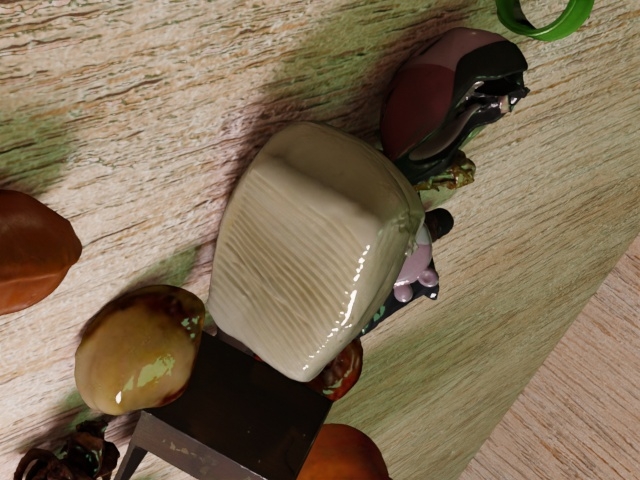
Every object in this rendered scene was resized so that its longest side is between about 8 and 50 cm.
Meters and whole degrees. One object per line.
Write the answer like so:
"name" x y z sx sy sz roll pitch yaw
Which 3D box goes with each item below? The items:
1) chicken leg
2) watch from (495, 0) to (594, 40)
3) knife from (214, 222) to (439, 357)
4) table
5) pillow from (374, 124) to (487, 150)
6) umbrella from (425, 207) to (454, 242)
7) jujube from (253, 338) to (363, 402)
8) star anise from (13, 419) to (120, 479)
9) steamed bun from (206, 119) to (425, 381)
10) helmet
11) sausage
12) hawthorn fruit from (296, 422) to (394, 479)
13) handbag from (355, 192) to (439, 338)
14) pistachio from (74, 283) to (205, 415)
"chicken leg" 0.127 -0.097 1.611 0.251 0.087 0.107 -7 123 -24
"watch" 0.306 -0.364 1.464 0.131 0.152 0.165 1 132 -55
"knife" -0.001 0.083 1.637 0.398 0.132 0.038 -26 166 20
"table" -0.164 0.338 1.672 0.282 0.250 0.196 -64 178 41
"pillow" 0.199 -0.195 1.661 0.229 0.050 0.148 -41 129 2
"umbrella" 0.127 0.005 1.857 0.326 0.094 0.090 -18 160 -44
"jujube" -0.026 0.195 1.774 0.183 0.183 0.243 -39 -175 -12
"star anise" -0.375 0.346 1.561 0.190 0.126 0.220 -39 179 -13
"steamed bun" 0.003 -0.004 1.456 0.236 0.247 0.383 -42 162 -41
"helmet" 0.172 -0.206 1.514 0.253 0.154 0.198 -29 163 0
"sausage" -0.351 0.018 1.060 0.258 0.133 0.133 -6 136 -56
"hawthorn fruit" -0.023 0.617 2.189 0.472 0.472 0.472 -36 155 -20
"handbag" 0.097 0.009 1.707 0.211 0.088 0.254 -22 107 -38
"pistachio" -0.244 0.150 1.463 0.210 0.130 0.165 -45 116 2
